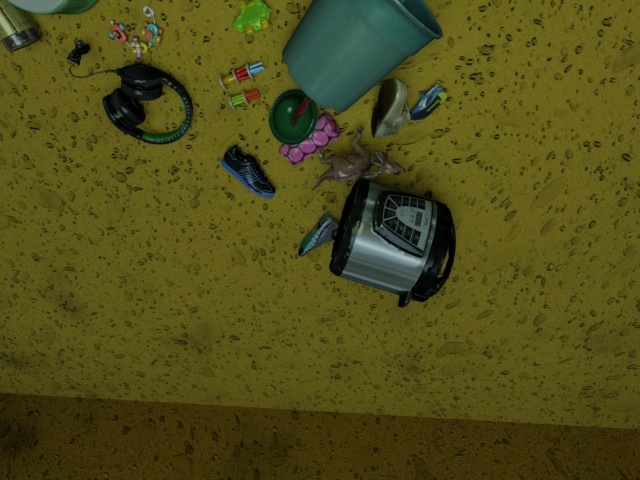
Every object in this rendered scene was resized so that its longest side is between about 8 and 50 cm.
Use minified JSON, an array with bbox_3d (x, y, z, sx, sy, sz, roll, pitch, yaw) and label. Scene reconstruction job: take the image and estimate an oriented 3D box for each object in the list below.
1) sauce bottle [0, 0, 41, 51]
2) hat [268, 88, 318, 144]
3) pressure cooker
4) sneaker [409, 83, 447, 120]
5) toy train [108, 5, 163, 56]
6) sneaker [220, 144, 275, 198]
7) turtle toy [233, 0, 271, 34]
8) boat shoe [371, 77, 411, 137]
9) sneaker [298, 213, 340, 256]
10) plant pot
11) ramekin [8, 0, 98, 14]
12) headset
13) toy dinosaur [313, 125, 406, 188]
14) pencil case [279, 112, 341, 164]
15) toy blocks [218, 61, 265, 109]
[{"bbox_3d":[-0.975,-0.740,1.203,0.111,0.111,0.344,-14,122,14],"label":"sauce bottle"},{"bbox_3d":[-0.112,-0.401,1.293,0.173,0.183,0.208,45,111,7],"label":"hat"},{"bbox_3d":[0.271,-0.001,1.464,0.420,0.375,0.370,18,114,-2],"label":"pressure cooker"},{"bbox_3d":[0.342,-0.445,1.343,0.053,0.059,0.144,8,150,-40],"label":"sneaker"},{"bbox_3d":[-0.571,-0.639,1.279,0.166,0.046,0.125,-20,122,18],"label":"toy train"},{"bbox_3d":[-0.247,-0.248,1.508,0.232,0.081,0.090,36,128,-18],"label":"sneaker"},{"bbox_3d":[-0.203,-0.655,1.224,0.130,0.066,0.095,-12,100,16],"label":"turtle toy"},{"bbox_3d":[0.227,-0.400,1.271,0.098,0.302,0.109,-1,81,-3],"label":"boat shoe"},{"bbox_3d":[0.000,0.000,1.667,0.098,0.083,0.224,28,122,-21],"label":"sneaker"},{"bbox_3d":[0.089,-0.558,1.132,0.341,0.341,0.334,37,129,-20],"label":"plant pot"},{"bbox_3d":[-0.775,-0.778,1.134,0.303,0.148,0.303,2,125,3],"label":"ramekin"},{"bbox_3d":[-0.614,-0.488,1.362,0.394,0.185,0.243,29,120,-33],"label":"headset"},{"bbox_3d":[0.108,-0.239,1.350,0.295,0.200,0.127,-27,138,1],"label":"toy dinosaur"},{"bbox_3d":[-0.033,-0.339,1.422,0.209,0.095,0.098,-28,119,25],"label":"pencil case"},{"bbox_3d":[-0.238,-0.504,1.343,0.148,0.054,0.123,-15,122,14],"label":"toy blocks"}]
